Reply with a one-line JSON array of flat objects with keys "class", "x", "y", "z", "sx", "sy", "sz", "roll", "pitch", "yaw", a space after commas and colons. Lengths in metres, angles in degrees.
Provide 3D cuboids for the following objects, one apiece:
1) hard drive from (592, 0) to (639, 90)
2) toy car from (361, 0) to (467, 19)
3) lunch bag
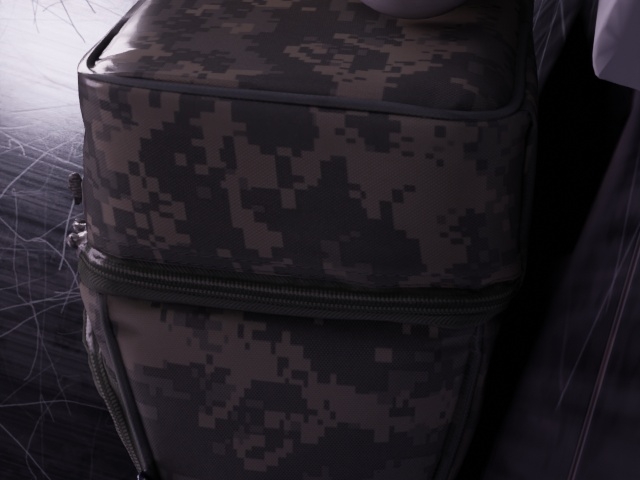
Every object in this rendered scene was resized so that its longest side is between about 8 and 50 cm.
[{"class": "hard drive", "x": 0.162, "y": -0.247, "z": 0.501, "sx": 0.233, "sy": 0.047, "sz": 0.353, "roll": 110, "pitch": 176, "yaw": -50}, {"class": "toy car", "x": 0.068, "y": -0.193, "z": 0.683, "sx": 0.159, "sy": 0.182, "sz": 0.136, "roll": -83, "pitch": -30, "yaw": -66}, {"class": "lunch bag", "x": 0.000, "y": 0.000, "z": 0.767, "sx": 0.305, "sy": 0.212, "sz": 0.256, "roll": -75, "pitch": -14, "yaw": -65}]
